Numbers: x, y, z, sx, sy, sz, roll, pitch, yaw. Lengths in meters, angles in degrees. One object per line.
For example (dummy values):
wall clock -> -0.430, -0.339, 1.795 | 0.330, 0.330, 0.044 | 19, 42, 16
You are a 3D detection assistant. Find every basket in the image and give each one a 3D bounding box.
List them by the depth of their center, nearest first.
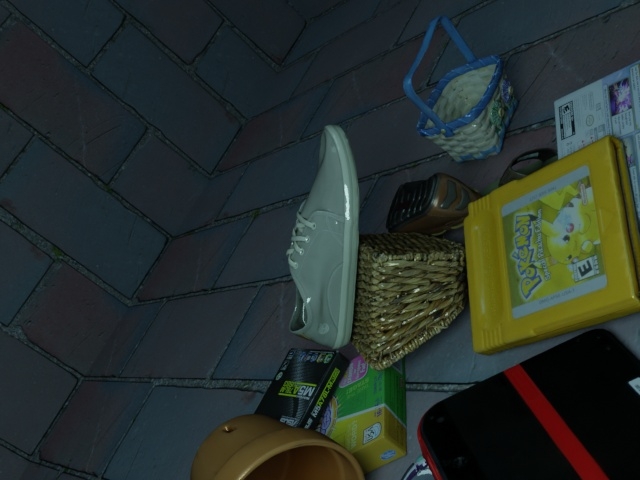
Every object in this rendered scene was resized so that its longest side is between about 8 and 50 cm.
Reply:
basket -> 0.171, 0.110, 1.549 | 0.299, 0.213, 0.223 | -145, 54, -78
basket -> 0.317, -0.344, 1.810 | 0.201, 0.289, 0.255 | -16, 41, 51

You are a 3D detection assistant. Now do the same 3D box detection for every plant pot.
plant pot -> -0.094, 0.430, 1.350 | 0.291, 0.291, 0.203 | -52, 33, -6

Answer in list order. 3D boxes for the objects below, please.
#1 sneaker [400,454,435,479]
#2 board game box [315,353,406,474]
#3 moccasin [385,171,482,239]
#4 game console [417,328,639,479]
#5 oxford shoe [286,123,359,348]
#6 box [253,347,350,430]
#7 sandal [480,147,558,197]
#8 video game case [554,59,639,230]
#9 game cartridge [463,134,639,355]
sneaker -> 0.220, 0.352, 1.190 | 0.223, 0.083, 0.098 | -36, 33, -1
board game box -> 0.028, 0.367, 1.542 | 0.316, 0.064, 0.242 | -36, 27, 27
moccasin -> 0.246, -0.068, 1.721 | 0.380, 0.146, 0.139 | 146, 142, -72
game console -> 0.328, 0.293, 1.055 | 0.341, 0.060, 0.386 | -24, 27, -1
oxford shoe -> 0.000, 0.000, 1.535 | 0.169, 0.130, 0.450 | -122, 34, -74
box -> -0.044, 0.310, 1.614 | 0.190, 0.045, 0.184 | -8, 44, 57
sandal -> 0.429, -0.142, 1.570 | 0.302, 0.086, 0.120 | -30, 30, 43
video game case -> 0.502, -0.148, 1.270 | 0.244, 0.061, 0.270 | -24, 57, 50
game cartridge -> 0.368, 0.017, 1.293 | 0.323, 0.052, 0.285 | -28, 54, 46
